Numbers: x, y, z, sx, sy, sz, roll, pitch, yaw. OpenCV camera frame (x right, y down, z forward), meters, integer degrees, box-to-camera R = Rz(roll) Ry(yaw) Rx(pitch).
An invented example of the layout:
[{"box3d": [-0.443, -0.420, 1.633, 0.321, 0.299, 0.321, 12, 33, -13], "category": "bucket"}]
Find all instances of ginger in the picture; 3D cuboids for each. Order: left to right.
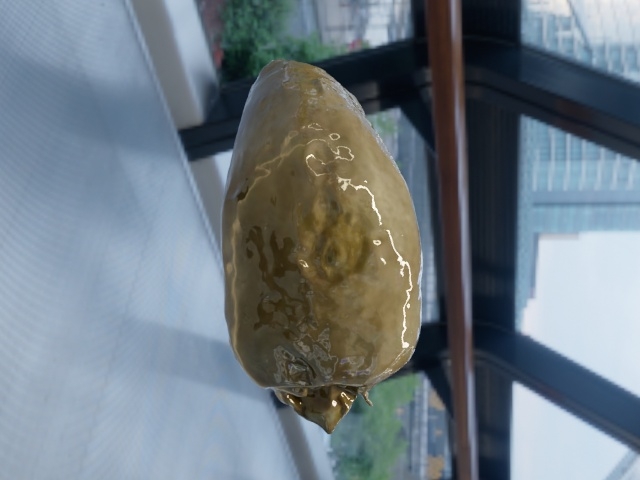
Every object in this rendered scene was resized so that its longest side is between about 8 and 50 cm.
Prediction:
[{"box3d": [0.000, 0.000, 0.647, 0.152, 0.138, 0.267, 68, 20, -80], "category": "ginger"}]
